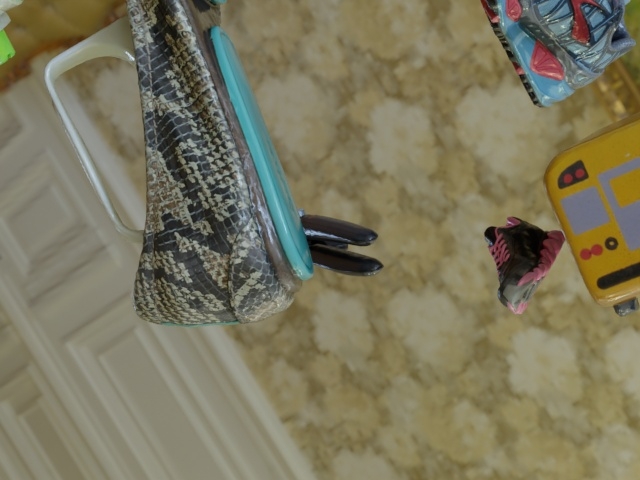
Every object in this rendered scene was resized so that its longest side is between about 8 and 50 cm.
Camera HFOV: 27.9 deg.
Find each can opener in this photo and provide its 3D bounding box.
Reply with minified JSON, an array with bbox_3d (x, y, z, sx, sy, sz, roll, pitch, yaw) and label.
[{"bbox_3d":[0.000,0.000,1.097,0.073,0.059,0.186,-26,-169,-21],"label":"can opener"}]

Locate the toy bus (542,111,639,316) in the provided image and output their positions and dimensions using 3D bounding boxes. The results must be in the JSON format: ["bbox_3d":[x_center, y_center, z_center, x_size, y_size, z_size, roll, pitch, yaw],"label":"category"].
[{"bbox_3d":[0.257,-0.032,0.983,0.108,0.130,0.332,-24,180,19],"label":"toy bus"}]

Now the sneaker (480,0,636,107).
[{"bbox_3d":[0.195,-0.216,1.064,0.125,0.104,0.262,-24,153,13],"label":"sneaker"}]

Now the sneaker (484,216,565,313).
[{"bbox_3d":[0.143,0.013,0.953,0.047,0.057,0.119,-61,172,26],"label":"sneaker"}]

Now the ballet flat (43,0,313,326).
[{"bbox_3d":[-0.133,-0.165,1.000,0.182,0.483,0.164,-12,169,8],"label":"ballet flat"}]

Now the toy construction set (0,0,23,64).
[{"bbox_3d":[-0.292,-0.170,0.900,0.327,0.151,0.215,-33,-161,23],"label":"toy construction set"}]
